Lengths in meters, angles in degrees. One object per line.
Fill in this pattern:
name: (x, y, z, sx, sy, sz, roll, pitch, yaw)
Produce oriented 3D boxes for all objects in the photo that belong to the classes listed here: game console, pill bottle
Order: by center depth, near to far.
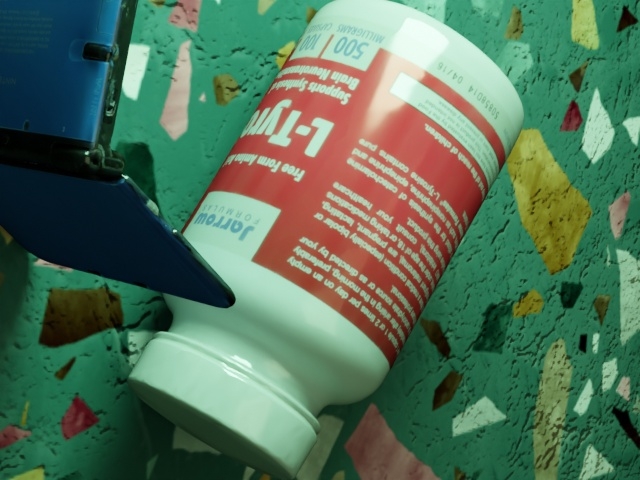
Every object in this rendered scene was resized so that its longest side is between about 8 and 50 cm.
game console: (-0.188, -0.099, 1.197, 0.173, 0.293, 0.250, 11, 90, -43)
pill bottle: (0.000, 0.000, 1.422, 0.229, 0.229, 0.408, 43, 70, -37)
